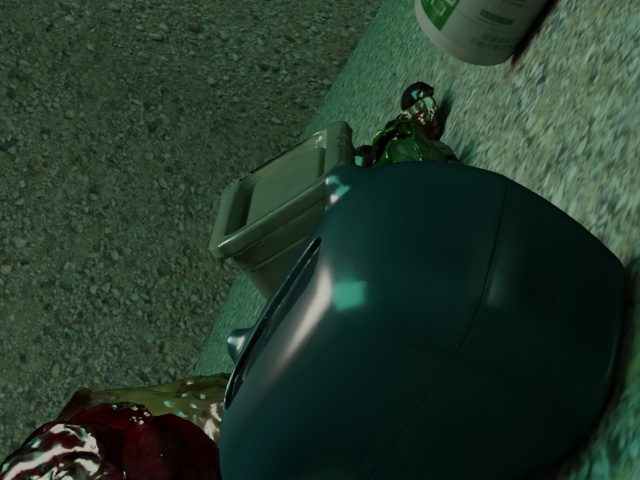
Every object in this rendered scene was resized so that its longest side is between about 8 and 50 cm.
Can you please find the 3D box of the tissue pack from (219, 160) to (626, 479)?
[{"bbox_3d":[0.049,0.089,1.008,0.198,0.206,0.287,-72,9,-46],"label":"tissue pack"}]

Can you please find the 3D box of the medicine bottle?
[{"bbox_3d":[0.216,-0.328,1.659,0.274,0.133,0.133,-59,8,42],"label":"medicine bottle"}]

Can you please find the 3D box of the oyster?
[{"bbox_3d":[0.054,-0.052,2.064,0.361,0.096,0.221,-58,1,23],"label":"oyster"}]

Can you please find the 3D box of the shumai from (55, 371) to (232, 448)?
[{"bbox_3d":[-0.207,0.245,2.089,0.346,0.283,0.217,136,158,-77],"label":"shumai"}]

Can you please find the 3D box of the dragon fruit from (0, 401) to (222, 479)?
[{"bbox_3d":[-0.236,0.342,1.768,0.329,0.329,0.329,-62,6,12],"label":"dragon fruit"}]

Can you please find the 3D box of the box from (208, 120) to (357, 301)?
[{"bbox_3d":[0.000,0.000,1.734,0.175,0.182,0.312,-31,13,9],"label":"box"}]

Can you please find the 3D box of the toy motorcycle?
[{"bbox_3d":[0.103,-0.079,1.681,0.074,0.106,0.190,-61,6,28],"label":"toy motorcycle"}]
